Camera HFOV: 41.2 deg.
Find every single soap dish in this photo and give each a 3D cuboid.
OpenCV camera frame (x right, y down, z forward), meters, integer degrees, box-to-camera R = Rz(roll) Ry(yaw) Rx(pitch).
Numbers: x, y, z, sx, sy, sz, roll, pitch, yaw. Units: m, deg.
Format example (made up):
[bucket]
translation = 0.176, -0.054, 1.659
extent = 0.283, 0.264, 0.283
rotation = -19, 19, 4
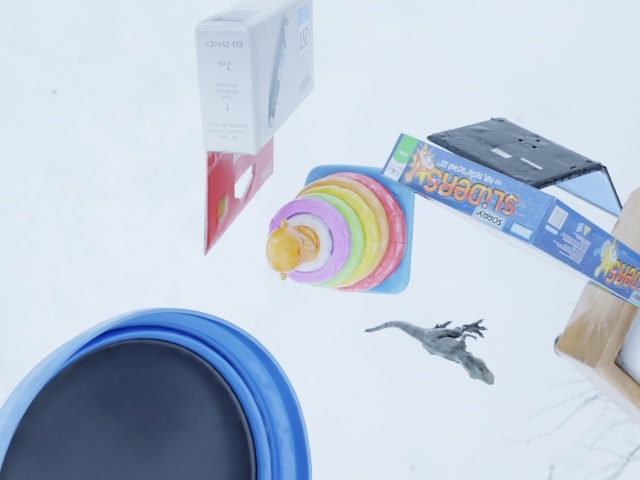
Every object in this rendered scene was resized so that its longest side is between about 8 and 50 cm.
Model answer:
[soap dish]
translation = 0.368, 0.094, 0.816
extent = 0.291, 0.118, 0.228
rotation = 40, 71, -27

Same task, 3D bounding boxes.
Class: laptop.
[laptop]
translation = 0.344, -0.102, 1.408
extent = 0.265, 0.234, 0.136
rotation = -18, 125, -29

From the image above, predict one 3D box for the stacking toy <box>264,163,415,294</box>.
[stacking toy]
translation = 0.000, 0.000, 1.042
extent = 0.302, 0.166, 0.175
rotation = -19, 113, -68

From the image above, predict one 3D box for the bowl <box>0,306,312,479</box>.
[bowl]
translation = -0.170, 0.264, 0.871
extent = 0.391, 0.077, 0.390
rotation = 7, 80, -45

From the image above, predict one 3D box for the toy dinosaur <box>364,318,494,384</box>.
[toy dinosaur]
translation = 0.211, 0.169, 1.475
extent = 0.118, 0.268, 0.064
rotation = -18, 114, -39

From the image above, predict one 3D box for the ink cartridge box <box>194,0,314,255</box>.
[ink cartridge box]
translation = -0.069, -0.154, 1.023
extent = 0.066, 0.296, 0.261
rotation = 5, 115, 11

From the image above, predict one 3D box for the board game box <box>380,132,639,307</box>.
[board game box]
translation = 0.154, -0.010, 0.622
extent = 0.201, 0.136, 0.035
rotation = 23, 96, -46
